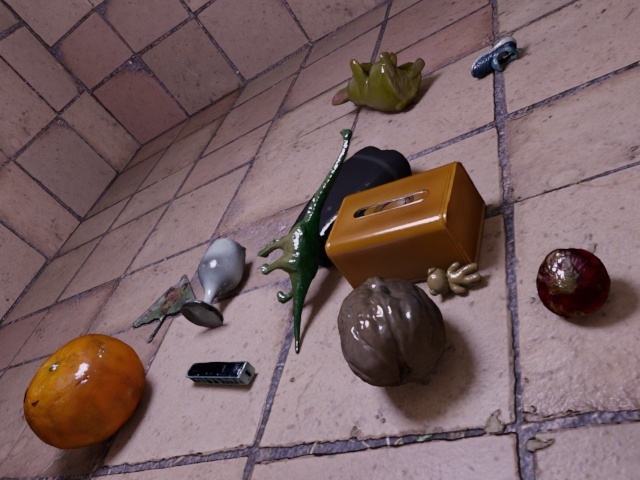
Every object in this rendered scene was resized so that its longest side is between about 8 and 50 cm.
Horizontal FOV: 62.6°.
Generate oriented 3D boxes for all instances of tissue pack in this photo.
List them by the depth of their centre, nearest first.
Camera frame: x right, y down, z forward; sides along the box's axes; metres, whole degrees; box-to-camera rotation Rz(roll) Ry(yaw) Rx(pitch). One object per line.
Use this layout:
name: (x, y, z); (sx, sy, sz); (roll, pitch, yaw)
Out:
tissue pack: (0.172, -0.024, 1.077); (0.275, 0.145, 0.194); (-16, 39, 36)

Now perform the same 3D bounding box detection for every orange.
orange: (-0.571, 0.366, 1.289); (0.284, 0.226, 0.284); (-25, 31, 16)

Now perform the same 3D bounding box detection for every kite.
kite: (-0.469, 0.202, 1.618); (0.323, 0.013, 0.267); (-22, 32, 32)

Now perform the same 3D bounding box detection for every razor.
razor: (0.069, -0.093, 1.314); (0.349, 0.113, 0.204); (-49, 35, -16)

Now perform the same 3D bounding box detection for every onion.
onion: (0.375, 0.062, 0.784); (0.107, 0.097, 0.107); (-8, 81, 58)

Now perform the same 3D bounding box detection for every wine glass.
wine glass: (-0.281, 0.110, 1.421); (0.126, 0.126, 0.241); (-19, 37, 32)

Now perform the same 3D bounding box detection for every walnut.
walnut: (0.115, 0.145, 0.890); (0.178, 0.178, 0.230); (-36, 25, 6)

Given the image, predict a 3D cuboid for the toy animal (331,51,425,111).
toy animal: (0.163, -0.518, 1.716); (0.181, 0.180, 0.363); (-13, 22, -32)

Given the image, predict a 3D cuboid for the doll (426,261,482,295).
doll: (0.241, 0.071, 0.955); (0.093, 0.051, 0.061); (-23, 71, 46)

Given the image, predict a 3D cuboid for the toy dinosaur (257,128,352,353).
toy dinosaur: (0.000, 0.000, 1.160); (0.301, 0.087, 0.447); (-26, 63, 26)

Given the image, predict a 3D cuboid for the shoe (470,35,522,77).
shoe: (0.486, -0.497, 1.460); (0.143, 0.064, 0.071); (-33, 48, 21)

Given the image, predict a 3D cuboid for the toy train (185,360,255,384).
toy train: (-0.230, 0.297, 1.182); (0.208, 0.047, 0.043); (-12, 39, 41)
